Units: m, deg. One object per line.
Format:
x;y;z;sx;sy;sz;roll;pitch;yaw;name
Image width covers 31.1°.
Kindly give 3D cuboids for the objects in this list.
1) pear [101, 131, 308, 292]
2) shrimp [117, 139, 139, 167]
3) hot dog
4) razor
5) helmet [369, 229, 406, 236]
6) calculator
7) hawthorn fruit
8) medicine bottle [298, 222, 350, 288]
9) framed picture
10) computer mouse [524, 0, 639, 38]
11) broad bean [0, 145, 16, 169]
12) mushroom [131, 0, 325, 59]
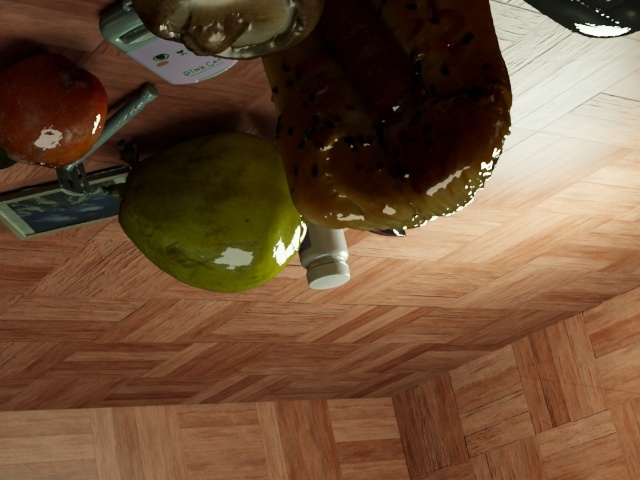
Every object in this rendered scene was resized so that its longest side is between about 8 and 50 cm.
-0.197;-0.054;2.016;0.375;0.287;0.287;10;155;-12;pear
-0.336;-0.153;2.015;0.038;0.029;0.092;0;153;-9;shrimp
0.093;-0.196;1.645;0.367;0.366;0.196;-20;157;21;hot dog
-0.347;-0.177;1.873;0.232;0.106;0.068;-34;153;27;razor
0.096;-0.106;2.167;0.154;0.198;0.253;1;167;-4;helmet
-0.213;-0.296;1.664;0.141;0.045;0.246;-19;159;19;calculator
-0.394;-0.191;1.666;0.172;0.173;0.173;-11;161;-4;hawthorn fruit
0.000;0.000;2.395;0.102;0.187;0.103;-11;161;-4;medicine bottle
-0.469;-0.069;2.175;0.281;0.019;0.209;-13;161;3;framed picture
0.433;-0.376;1.763;0.295;0.087;0.168;6;157;-37;computer mouse
-0.478;-0.165;1.838;0.339;0.061;0.077;-23;170;28;broad bean
-0.116;-0.327;1.468;0.253;0.153;0.253;-11;158;-4;mushroom
